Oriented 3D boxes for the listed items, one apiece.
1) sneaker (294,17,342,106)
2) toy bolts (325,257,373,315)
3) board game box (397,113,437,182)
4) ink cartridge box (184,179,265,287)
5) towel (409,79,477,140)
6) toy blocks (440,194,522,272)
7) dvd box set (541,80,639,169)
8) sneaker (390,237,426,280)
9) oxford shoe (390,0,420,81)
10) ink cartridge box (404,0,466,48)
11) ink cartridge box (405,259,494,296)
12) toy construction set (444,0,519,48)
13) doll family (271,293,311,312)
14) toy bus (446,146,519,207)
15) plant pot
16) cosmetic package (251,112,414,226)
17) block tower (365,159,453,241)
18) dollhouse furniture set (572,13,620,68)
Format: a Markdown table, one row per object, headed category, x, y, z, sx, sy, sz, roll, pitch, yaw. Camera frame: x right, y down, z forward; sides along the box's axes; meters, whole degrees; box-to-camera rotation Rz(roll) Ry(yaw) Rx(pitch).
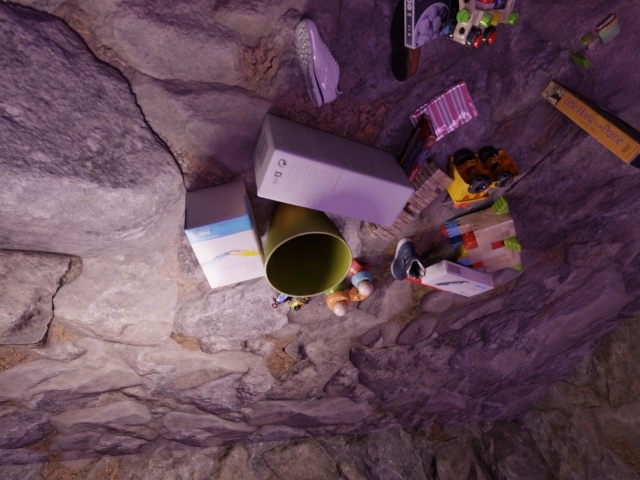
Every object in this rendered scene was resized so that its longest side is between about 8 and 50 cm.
| category | x | y | z | sx | sy | sz | roll | pitch | yaw |
| --- | --- | --- | --- | --- | --- | --- | --- | --- | --- |
| sneaker | -0.002 | -0.487 | 1.146 | 0.095 | 0.090 | 0.235 | -25 | 137 | -10 |
| toy bolts | 0.154 | 0.214 | 1.743 | 0.218 | 0.158 | 0.228 | 17 | 124 | -27 |
| board game box | 0.289 | -0.252 | 1.364 | 0.027 | 0.145 | 0.281 | 15 | 131 | -10 |
| ink cartridge box | -0.306 | -0.018 | 1.384 | 0.197 | 0.198 | 0.270 | -14 | 132 | -4 |
| towel | 0.397 | -0.403 | 1.356 | 0.197 | 0.029 | 0.144 | -32 | 130 | 14 |
| toy blocks | 0.655 | 0.014 | 1.720 | 0.261 | 0.190 | 0.381 | -19 | 135 | 17 |
| dvd box set | 0.911 | -0.332 | 1.297 | 0.308 | 0.420 | 0.062 | 12 | 129 | -25 |
| sneaker | 0.357 | 0.124 | 1.721 | 0.086 | 0.163 | 0.226 | -10 | 134 | -9 |
| oxford shoe | 0.244 | -0.559 | 1.164 | 0.076 | 0.076 | 0.212 | -31 | 136 | -30 |
| ink cartridge box | 0.294 | -0.627 | 1.065 | 0.206 | 0.045 | 0.208 | -33 | 136 | -22 |
| ink cartridge box | 0.546 | 0.185 | 1.820 | 0.296 | 0.066 | 0.261 | 17 | 149 | -28 |
| toy construction set | 0.401 | -0.601 | 1.031 | 0.328 | 0.151 | 0.215 | -18 | 140 | -34 |
| doll family | -0.122 | 0.249 | 1.761 | 0.193 | 0.076 | 0.111 | 29 | 122 | -28 |
| toy bus | 0.561 | -0.206 | 1.511 | 0.220 | 0.149 | 0.211 | -11 | 146 | -10 |
| plant pot | -0.064 | -0.013 | 1.392 | 0.275 | 0.293 | 0.274 | -8 | 131 | -9 |
| cosmetic package | 0.033 | -0.210 | 1.292 | 0.453 | 0.230 | 0.161 | 12 | 127 | -23 |
| block tower | 0.314 | -0.139 | 1.524 | 0.097 | 0.091 | 0.335 | 29 | 118 | -33 |
| dollhouse furniture set | 0.858 | -0.607 | 1.285 | 0.076 | 0.058 | 0.152 | 31 | 117 | -35 |
